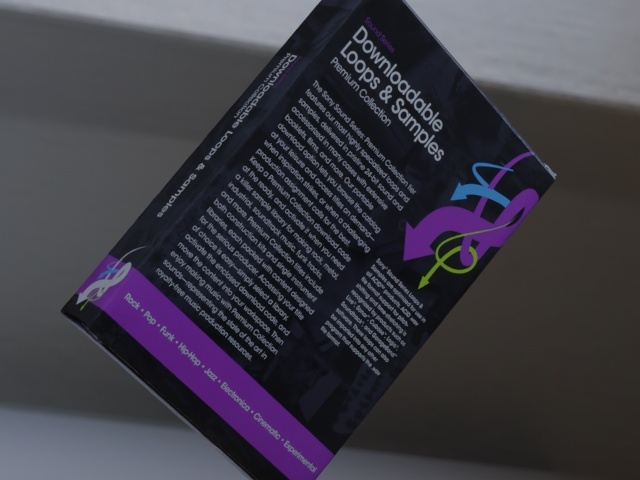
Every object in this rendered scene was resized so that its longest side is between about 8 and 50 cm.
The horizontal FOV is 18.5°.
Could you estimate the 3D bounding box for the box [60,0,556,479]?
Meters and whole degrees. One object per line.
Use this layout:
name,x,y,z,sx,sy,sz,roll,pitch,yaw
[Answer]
box,0.000,0.000,0.704,0.162,0.116,0.029,-50,-147,-9
